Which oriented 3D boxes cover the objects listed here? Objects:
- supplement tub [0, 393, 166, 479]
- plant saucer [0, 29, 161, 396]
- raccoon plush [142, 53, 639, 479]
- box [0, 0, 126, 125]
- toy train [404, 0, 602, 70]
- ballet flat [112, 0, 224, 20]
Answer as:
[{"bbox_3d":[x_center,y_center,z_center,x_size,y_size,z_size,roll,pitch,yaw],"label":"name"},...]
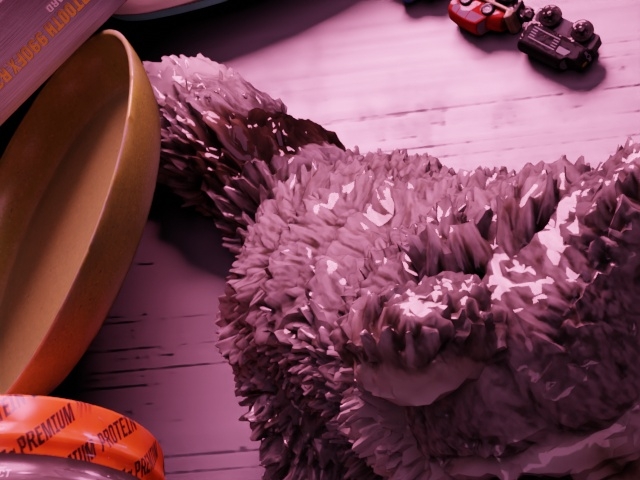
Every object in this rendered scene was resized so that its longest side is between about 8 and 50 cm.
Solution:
[{"bbox_3d":[-0.146,0.256,0.709,0.207,0.207,0.338,-11,58,8],"label":"supplement tub"},{"bbox_3d":[-0.150,-0.001,0.873,0.241,0.037,0.241,-44,33,38],"label":"plant saucer"},{"bbox_3d":[0.000,0.000,0.748,0.446,0.299,0.216,32,71,24],"label":"raccoon plush"},{"bbox_3d":[-0.216,-0.145,0.953,0.183,0.056,0.231,-48,34,-11],"label":"box"},{"bbox_3d":[0.099,-0.144,0.956,0.158,0.027,0.036,30,86,24],"label":"toy train"},{"bbox_3d":[0.017,-0.264,0.968,0.400,0.139,0.139,-19,63,4],"label":"ballet flat"}]
